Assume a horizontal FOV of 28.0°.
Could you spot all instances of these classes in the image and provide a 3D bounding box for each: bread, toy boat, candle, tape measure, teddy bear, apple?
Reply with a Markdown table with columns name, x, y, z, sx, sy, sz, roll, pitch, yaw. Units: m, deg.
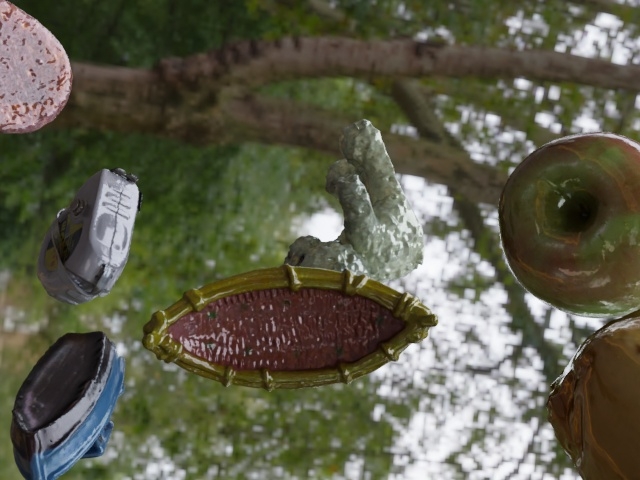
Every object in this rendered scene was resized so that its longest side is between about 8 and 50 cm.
| name | x | y | z | sx | sy | sz | roll | pitch | yaw |
| --- | --- | --- | --- | --- | --- | --- | --- | --- | --- |
| bread | 0.442 | 0.219 | 1.359 | 0.394 | 0.361 | 0.250 | 45 | -46 | 36 |
| toy boat | -0.253 | 0.178 | 1.287 | 0.223 | 0.100 | 0.097 | -77 | 157 | -63 |
| candle | -0.522 | -0.256 | 1.847 | 0.131 | 0.317 | 0.287 | 4 | -63 | 55 |
| tape measure | -0.411 | 0.011 | 2.239 | 0.197 | 0.120 | 0.236 | -25 | -132 | 39 |
| teddy bear | 0.000 | 0.000 | 2.416 | 0.375 | 0.362 | 0.327 | 60 | -26 | 23 |
| apple | 0.466 | -0.022 | 2.144 | 0.277 | 0.319 | 0.319 | 19 | 69 | -62 |
| toy boat | -0.034 | 0.096 | 1.409 | 0.099 | 0.317 | 0.141 | -129 | -144 | -81 |
